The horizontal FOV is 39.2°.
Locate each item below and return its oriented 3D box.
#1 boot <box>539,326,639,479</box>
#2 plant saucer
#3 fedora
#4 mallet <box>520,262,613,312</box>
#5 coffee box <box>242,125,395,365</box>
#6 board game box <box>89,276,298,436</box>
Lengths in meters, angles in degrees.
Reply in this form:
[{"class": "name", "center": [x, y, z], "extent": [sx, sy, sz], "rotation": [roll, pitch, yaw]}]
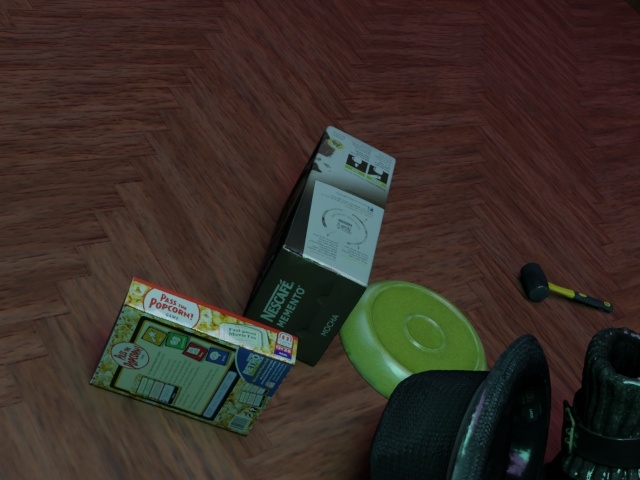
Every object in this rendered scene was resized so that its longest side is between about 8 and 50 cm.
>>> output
[{"class": "boot", "center": [0.339, 0.274, 1.022], "extent": [0.131, 0.260, 0.348], "rotation": [16, 23, -5]}, {"class": "plant saucer", "center": [0.141, 0.140, 1.278], "extent": [0.240, 0.037, 0.241], "rotation": [19, 39, -16]}, {"class": "fedora", "center": [0.154, 0.246, 1.036], "extent": [0.152, 0.334, 0.334], "rotation": [9, 29, 27]}, {"class": "mallet", "center": [0.422, 0.096, 1.521], "extent": [0.189, 0.039, 0.062], "rotation": [23, 37, -17]}, {"class": "coffee box", "center": [0.000, 0.000, 1.231], "extent": [0.118, 0.168, 0.297], "rotation": [26, 37, -7]}, {"class": "board game box", "center": [-0.142, 0.135, 1.002], "extent": [0.193, 0.147, 0.045], "rotation": [22, 39, -13]}]
